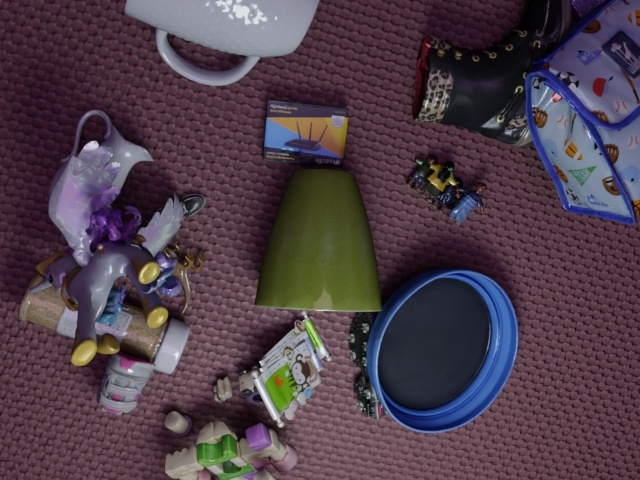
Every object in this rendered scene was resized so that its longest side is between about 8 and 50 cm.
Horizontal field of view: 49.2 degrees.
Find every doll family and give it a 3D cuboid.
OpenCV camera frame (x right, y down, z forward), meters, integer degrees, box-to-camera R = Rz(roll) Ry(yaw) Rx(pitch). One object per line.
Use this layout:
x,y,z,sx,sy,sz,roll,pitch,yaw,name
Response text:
0.293,-0.122,1.596,0.193,0.076,0.111,37,92,-18,doll family

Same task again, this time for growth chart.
-0.062,0.296,1.608,0.237,0.021,0.172,-47,113,-38,growth chart

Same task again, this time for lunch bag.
0.616,-0.283,1.449,0.328,0.239,0.385,-41,115,-15,lunch bag

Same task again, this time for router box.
-0.034,-0.235,1.543,0.179,0.046,0.133,4,102,-7,router box

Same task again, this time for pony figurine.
-0.413,0.033,1.363,0.351,0.363,0.303,-52,135,-2,pony figurine

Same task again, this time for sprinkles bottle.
-0.475,0.182,1.550,0.356,0.121,0.121,23,99,-11,sprinkles bottle

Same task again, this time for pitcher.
-0.487,-0.161,1.482,0.178,0.125,0.207,43,85,7,pitcher

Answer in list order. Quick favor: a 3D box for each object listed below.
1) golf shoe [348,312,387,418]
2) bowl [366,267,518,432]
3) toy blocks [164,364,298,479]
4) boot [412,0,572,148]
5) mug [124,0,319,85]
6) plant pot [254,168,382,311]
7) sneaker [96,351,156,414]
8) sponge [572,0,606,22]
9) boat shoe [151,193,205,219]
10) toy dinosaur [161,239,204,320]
0.139,0.287,1.670,0.120,0.105,0.272,-12,107,-25,golf shoe
0.281,0.251,1.622,0.391,0.077,0.391,-6,104,-24,bowl
-0.189,0.520,1.639,0.289,0.308,0.260,-22,138,11,toy blocks
0.365,-0.402,1.509,0.284,0.138,0.377,7,107,-8,boot
-0.196,-0.472,1.380,0.328,0.276,0.374,19,130,-17,mug
0.000,0.000,1.513,0.275,0.275,0.293,2,86,-7,plant pot
-0.427,0.318,1.519,0.103,0.252,0.111,20,60,-5,sneaker
0.572,-0.587,1.538,0.117,0.031,0.210,-40,104,3,sponge
-0.316,-0.068,1.553,0.125,0.038,0.046,-18,103,-2,boat shoe
-0.317,0.065,1.584,0.112,0.064,0.211,-20,105,26,toy dinosaur
